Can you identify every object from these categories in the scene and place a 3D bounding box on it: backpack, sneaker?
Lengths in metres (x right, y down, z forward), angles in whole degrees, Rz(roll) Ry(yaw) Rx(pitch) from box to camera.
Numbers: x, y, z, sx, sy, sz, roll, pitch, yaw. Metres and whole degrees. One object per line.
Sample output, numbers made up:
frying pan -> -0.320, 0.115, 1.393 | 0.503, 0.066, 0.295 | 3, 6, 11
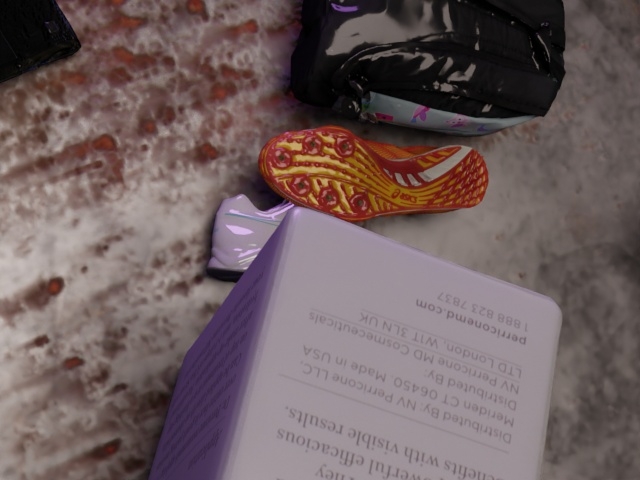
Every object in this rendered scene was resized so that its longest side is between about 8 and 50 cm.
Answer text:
backpack -> 0.078, -0.142, 0.905 | 0.182, 0.115, 0.152 | 13, 89, -18
sneaker -> 0.032, -0.040, 0.893 | 0.175, 0.067, 0.064 | 6, 83, -31
sneaker -> 0.000, 0.000, 0.887 | 0.152, 0.053, 0.061 | 6, 77, -18

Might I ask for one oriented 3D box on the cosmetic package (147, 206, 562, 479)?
cosmetic package -> -0.026, 0.241, 0.646 | 0.161, 0.230, 0.453 | 20, 61, -11

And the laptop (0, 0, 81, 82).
laptop -> -0.331, -0.154, 0.815 | 0.264, 0.136, 0.234 | -36, 95, -47
